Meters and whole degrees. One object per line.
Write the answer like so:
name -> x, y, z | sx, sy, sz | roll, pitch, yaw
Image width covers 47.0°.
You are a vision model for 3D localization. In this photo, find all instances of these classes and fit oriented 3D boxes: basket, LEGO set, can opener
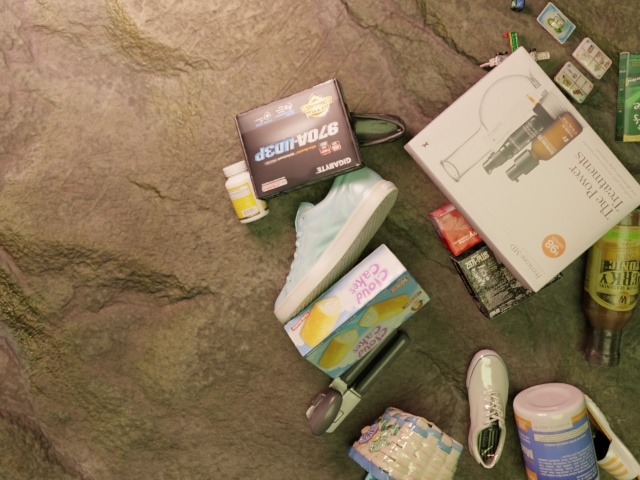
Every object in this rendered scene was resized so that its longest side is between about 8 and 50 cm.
basket -> 0.147, 0.501, 1.525 | 0.201, 0.255, 0.288 | 29, 78, -11
LEGO set -> 0.450, -0.374, 1.502 | 0.244, 0.060, 0.182 | 39, 83, -12
can opener -> 0.081, 0.299, 1.554 | 0.076, 0.095, 0.283 | 40, 95, -11

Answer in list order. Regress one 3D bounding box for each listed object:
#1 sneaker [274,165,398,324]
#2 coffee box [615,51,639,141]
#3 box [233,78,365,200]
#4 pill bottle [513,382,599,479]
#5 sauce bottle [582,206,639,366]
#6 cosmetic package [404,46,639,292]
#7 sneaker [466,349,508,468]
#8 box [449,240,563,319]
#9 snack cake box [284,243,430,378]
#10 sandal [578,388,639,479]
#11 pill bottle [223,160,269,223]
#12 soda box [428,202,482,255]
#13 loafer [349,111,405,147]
sneaker -> 0.000, 0.000, 1.496 | 0.150, 0.135, 0.366 | 41, 101, 19
coffee box -> 0.676, -0.296, 1.525 | 0.113, 0.040, 0.184 | -1, 100, -5
box -> -0.041, -0.192, 1.425 | 0.220, 0.051, 0.175 | -17, 84, 15
pill bottle -> 0.516, 0.462, 1.595 | 0.152, 0.152, 0.272 | -14, 101, -2
sauce bottle -> 0.617, 0.095, 1.558 | 0.112, 0.111, 0.344 | 0, 101, -5
cosmetic package -> 0.392, -0.134, 1.422 | 0.284, 0.097, 0.377 | -41, 92, 4
sneaker -> 0.370, 0.368, 1.594 | 0.094, 0.091, 0.258 | -4, 101, -4
box -> 0.388, 0.054, 1.545 | 0.180, 0.077, 0.147 | -31, 102, 1
snack cake box -> 0.077, 0.147, 1.493 | 0.264, 0.089, 0.152 | -41, 140, 3
sandal -> 0.622, 0.449, 1.635 | 0.076, 0.102, 0.265 | -37, 93, 3
pill bottle -> -0.152, -0.098, 1.476 | 0.065, 0.065, 0.116 | -21, 102, -1
soda box -> 0.361, -0.075, 1.516 | 0.263, 0.083, 0.092 | -29, 100, 1
loafer -> 0.059, -0.221, 1.464 | 0.223, 0.078, 0.076 | -3, 100, -4
